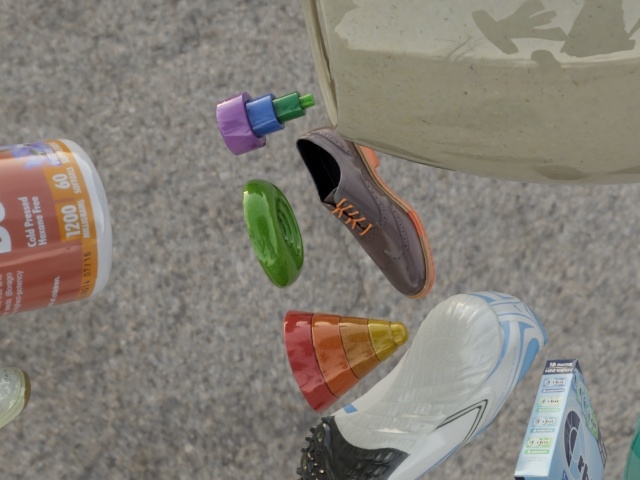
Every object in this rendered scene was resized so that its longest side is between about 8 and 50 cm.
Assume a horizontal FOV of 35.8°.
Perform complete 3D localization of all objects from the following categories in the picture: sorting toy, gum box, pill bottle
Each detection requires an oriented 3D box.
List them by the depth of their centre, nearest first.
[{"bbox_3d":[-0.264,0.002,0.683,0.216,0.121,0.121,-13,59,-32],"label":"pill bottle"},{"bbox_3d":[0.000,0.000,1.094,0.126,0.127,0.365,-17,91,14],"label":"sorting toy"},{"bbox_3d":[0.275,0.252,1.115,0.041,0.157,0.184,-8,30,29],"label":"gum box"}]

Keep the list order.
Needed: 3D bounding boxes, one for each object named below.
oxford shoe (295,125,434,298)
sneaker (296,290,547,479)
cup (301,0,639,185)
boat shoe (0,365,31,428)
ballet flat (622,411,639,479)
[{"bbox_3d":[0.053,-0.034,1.317,0.098,0.097,0.271,-13,64,-44],"label":"oxford shoe"},{"bbox_3d":[0.065,0.127,0.684,0.086,0.237,0.085,13,39,-38],"label":"sneaker"},{"bbox_3d":[0.110,-0.182,0.733,0.237,0.331,0.331,-12,62,-2],"label":"cup"},{"bbox_3d":[-0.270,0.134,0.716,0.135,0.045,0.050,-44,47,10],"label":"boat shoe"},{"bbox_3d":[0.192,-0.027,0.312,0.147,0.409,0.147,-2,41,1],"label":"ballet flat"}]
